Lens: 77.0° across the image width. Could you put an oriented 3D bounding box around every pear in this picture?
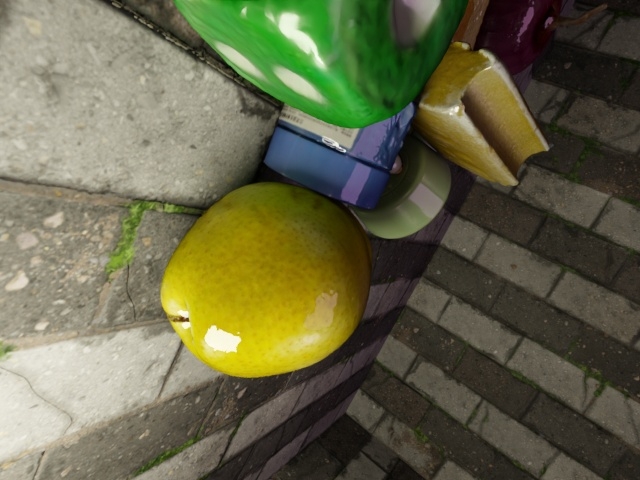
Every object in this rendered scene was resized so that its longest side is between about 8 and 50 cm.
[{"bbox_3d":[-0.079,0.065,0.758,0.418,0.362,0.363,-29,143,-44],"label":"pear"}]

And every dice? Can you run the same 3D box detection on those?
[{"bbox_3d":[0.005,-0.345,0.526,0.297,0.300,0.287,-60,152,6],"label":"dice"}]

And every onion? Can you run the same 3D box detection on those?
[{"bbox_3d":[0.623,-0.699,1.278,0.357,0.345,0.359,-14,138,-13],"label":"onion"}]

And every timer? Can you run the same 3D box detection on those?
[{"bbox_3d":[0.149,-0.195,1.063,0.315,0.290,0.291,33,89,-42],"label":"timer"}]

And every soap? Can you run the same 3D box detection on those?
[{"bbox_3d":[0.311,-0.288,0.897,0.335,0.293,0.156,27,107,-44],"label":"soap"}]

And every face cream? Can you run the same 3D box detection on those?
[{"bbox_3d":[0.040,-0.210,0.794,0.249,0.248,0.225,-4,121,-61],"label":"face cream"}]

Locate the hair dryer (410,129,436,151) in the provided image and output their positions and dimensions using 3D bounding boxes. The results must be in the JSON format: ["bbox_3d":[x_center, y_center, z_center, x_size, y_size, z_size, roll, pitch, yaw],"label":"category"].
[{"bbox_3d":[0.409,-0.416,1.445,0.357,0.107,0.173,-55,172,-38],"label":"hair dryer"}]

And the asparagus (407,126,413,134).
[{"bbox_3d":[0.274,-0.373,1.279,0.278,0.060,0.067,-56,140,-5],"label":"asparagus"}]

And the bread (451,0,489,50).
[{"bbox_3d":[0.295,-0.502,1.042,0.236,0.165,0.376,-40,151,-30],"label":"bread"}]
